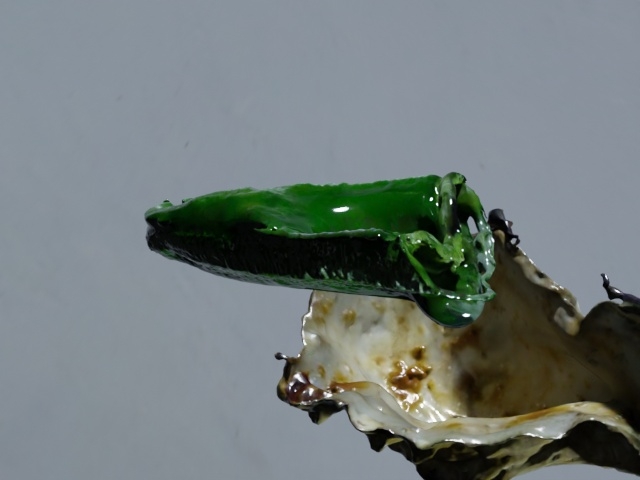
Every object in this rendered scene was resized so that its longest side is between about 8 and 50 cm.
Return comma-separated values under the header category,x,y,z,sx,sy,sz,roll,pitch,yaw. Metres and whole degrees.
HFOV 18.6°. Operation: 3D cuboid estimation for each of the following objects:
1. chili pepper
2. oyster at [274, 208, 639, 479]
category,x,y,z,sx,sy,sz,roll,pitch,yaw
chili pepper,0.000,-0.003,1.116,0.216,0.108,0.062,9,117,20
oyster,0.143,0.083,1.330,0.337,0.133,0.198,8,64,27
